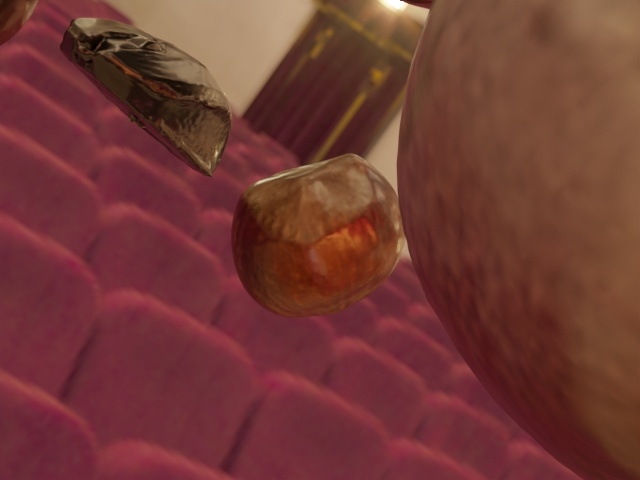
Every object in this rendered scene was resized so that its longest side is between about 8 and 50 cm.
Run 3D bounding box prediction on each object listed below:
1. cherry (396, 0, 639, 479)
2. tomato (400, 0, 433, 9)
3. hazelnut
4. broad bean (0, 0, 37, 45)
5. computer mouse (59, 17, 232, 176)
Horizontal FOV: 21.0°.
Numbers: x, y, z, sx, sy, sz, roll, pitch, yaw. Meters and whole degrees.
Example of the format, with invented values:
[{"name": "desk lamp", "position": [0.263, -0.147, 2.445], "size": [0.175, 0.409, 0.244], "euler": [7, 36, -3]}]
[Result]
[{"name": "cherry", "position": [0.186, -0.044, 0.745], "size": [0.291, 0.326, 0.335], "euler": [14, 11, -11]}, {"name": "tomato", "position": [0.129, -0.270, 1.071], "size": [0.341, 0.272, 0.341], "euler": [19, 15, -6]}, {"name": "hazelnut", "position": [0.000, 0.000, 1.507], "size": [0.143, 0.154, 0.143], "euler": [160, -90, -78]}, {"name": "broad bean", "position": [-0.301, -0.219, 1.394], "size": [0.122, 0.228, 0.156], "euler": [35, -13, 26]}, {"name": "computer mouse", "position": [-0.100, -0.096, 1.066], "size": [0.099, 0.057, 0.172], "euler": [41, -2, 24]}]
